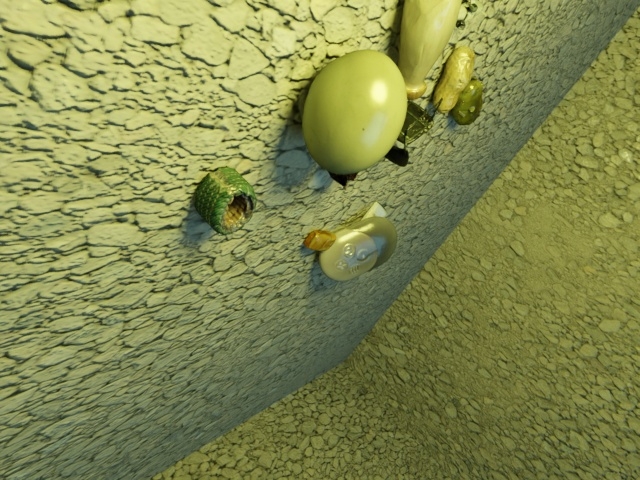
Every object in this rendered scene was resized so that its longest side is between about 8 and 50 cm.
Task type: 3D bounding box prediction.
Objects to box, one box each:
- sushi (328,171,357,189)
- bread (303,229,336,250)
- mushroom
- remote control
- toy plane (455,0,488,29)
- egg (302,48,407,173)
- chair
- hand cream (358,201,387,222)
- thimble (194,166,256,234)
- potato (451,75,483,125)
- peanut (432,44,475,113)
[{"bbox_3d":[0.065,-0.205,1.163,0.094,0.098,0.084,-49,160,-3],"label":"sushi"},{"bbox_3d":[0.000,0.000,1.454,0.074,0.053,0.132,-53,154,17],"label":"bread"},{"bbox_3d":[0.237,-0.483,0.959,0.128,0.128,0.350,-33,156,-28],"label":"mushroom"},{"bbox_3d":[0.148,0.033,1.604,0.332,0.103,0.221,-26,124,-12],"label":"remote control"},{"bbox_3d":[0.381,-0.599,1.090,0.171,0.065,0.162,-25,161,-31],"label":"toy plane"},{"bbox_3d":[0.071,-0.272,0.907,0.219,0.219,0.269,-8,134,-55],"label":"egg"},{"bbox_3d":[0.243,-0.334,1.204,0.145,0.140,0.221,-41,159,-8],"label":"chair"},{"bbox_3d":[0.161,-0.043,1.660,0.255,0.048,0.079,-47,126,5],"label":"hand cream"},{"bbox_3d":[-0.205,-0.085,0.919,0.119,0.090,0.135,-24,147,-46],"label":"thimble"},{"bbox_3d":[0.523,-0.486,1.480,0.117,0.090,0.225,-46,158,0],"label":"potato"},{"bbox_3d":[0.406,-0.490,1.290,0.100,0.099,0.214,-28,158,-35],"label":"peanut"}]
